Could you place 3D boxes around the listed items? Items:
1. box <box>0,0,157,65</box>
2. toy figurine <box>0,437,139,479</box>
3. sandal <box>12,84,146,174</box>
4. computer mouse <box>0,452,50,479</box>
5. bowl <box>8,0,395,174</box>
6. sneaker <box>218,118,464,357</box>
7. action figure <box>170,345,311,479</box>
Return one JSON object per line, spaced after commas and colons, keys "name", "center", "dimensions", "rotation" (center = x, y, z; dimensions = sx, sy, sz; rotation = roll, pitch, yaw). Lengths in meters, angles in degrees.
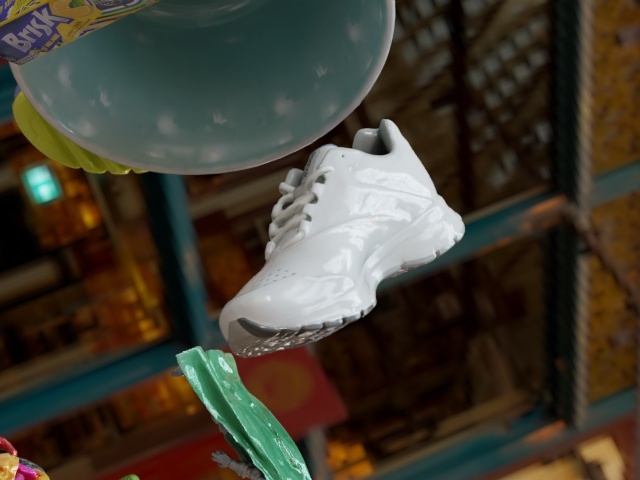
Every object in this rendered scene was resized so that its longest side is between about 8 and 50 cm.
{"name": "box", "center": [-0.180, -0.178, 1.369], "dimensions": [0.169, 0.054, 0.059], "rotation": [-18, -117, 43]}
{"name": "toy figurine", "center": [-0.221, 0.145, 1.279], "dimensions": [0.159, 0.130, 0.173], "rotation": [47, -11, -6]}
{"name": "sandal", "center": [-0.130, -0.156, 1.816], "dimensions": [0.138, 0.317, 0.126], "rotation": [-93, 169, -52]}
{"name": "computer mouse", "center": [-0.444, 0.334, 2.204], "dimensions": [0.188, 0.272, 0.072], "rotation": [33, 7, 11]}
{"name": "bowl", "center": [-0.104, -0.220, 1.609], "dimensions": [0.312, 0.311, 0.163], "rotation": [82, -1, -45]}
{"name": "sneaker", "center": [0.000, 0.000, 1.573], "dimensions": [0.111, 0.297, 0.129], "rotation": [-20, -79, 35]}
{"name": "action figure", "center": [-0.074, 0.225, 2.155], "dimensions": [0.232, 0.063, 0.137], "rotation": [54, 22, 16]}
